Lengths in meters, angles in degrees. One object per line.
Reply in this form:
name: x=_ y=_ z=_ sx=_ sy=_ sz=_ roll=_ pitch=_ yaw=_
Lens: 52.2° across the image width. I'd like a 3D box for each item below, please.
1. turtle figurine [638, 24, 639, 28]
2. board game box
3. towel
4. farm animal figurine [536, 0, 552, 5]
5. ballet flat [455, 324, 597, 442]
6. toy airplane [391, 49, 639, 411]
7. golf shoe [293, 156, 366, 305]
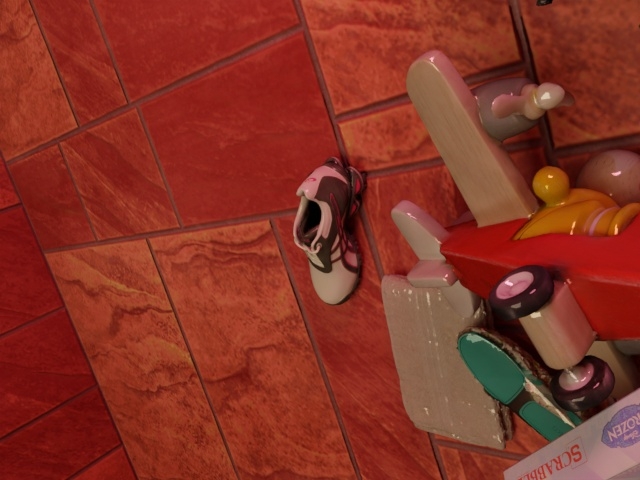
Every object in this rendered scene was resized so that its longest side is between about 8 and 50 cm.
turtle figurine: x=0.410 y=-0.150 z=0.595 sx=0.234 sy=0.118 sz=0.175 roll=43 pitch=178 yaw=5
board game box: x=0.414 y=0.229 z=0.672 sx=0.319 sy=0.317 sz=0.066 roll=123 pitch=153 yaw=-44
towel: x=0.200 y=0.189 z=1.032 sx=0.187 sy=0.049 sz=0.282 roll=3 pitch=112 yaw=42
farm animal figurine: x=0.345 y=-0.320 z=0.493 sx=0.327 sy=0.330 sz=0.172 roll=-152 pitch=46 yaw=-73
ballet flat: x=0.293 y=0.205 z=0.917 sx=0.241 sy=0.077 sz=0.091 roll=45 pitch=128 yaw=11
toy airplane: x=0.257 y=-0.002 z=0.753 sx=0.384 sy=0.272 sz=0.386 roll=48 pitch=174 yaw=29
golf shoe: x=0.000 y=0.000 z=1.077 sx=0.105 sy=0.120 sz=0.273 roll=22 pitch=127 yaw=34
